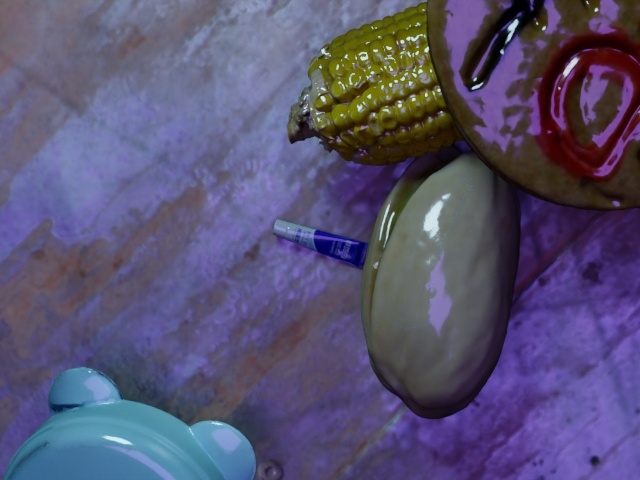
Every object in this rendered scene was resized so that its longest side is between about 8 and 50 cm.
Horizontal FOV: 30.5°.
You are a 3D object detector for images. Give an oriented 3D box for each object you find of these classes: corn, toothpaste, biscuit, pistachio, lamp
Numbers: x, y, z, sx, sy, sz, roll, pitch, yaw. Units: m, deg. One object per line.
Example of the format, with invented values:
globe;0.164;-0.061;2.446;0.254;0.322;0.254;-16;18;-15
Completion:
corn;0.123;-0.142;0.931;0.321;0.119;0.119;-19;93;10
toothpaste;0.000;0.000;1.017;0.083;0.015;0.024;19;107;2
biscuit;0.264;-0.151;0.847;0.367;0.063;0.314;-18;95;-3
pistachio;0.100;0.033;0.955;0.135;0.136;0.226;9;90;8
lamp;-0.179;0.262;1.003;0.209;0.147;0.284;21;90;8
